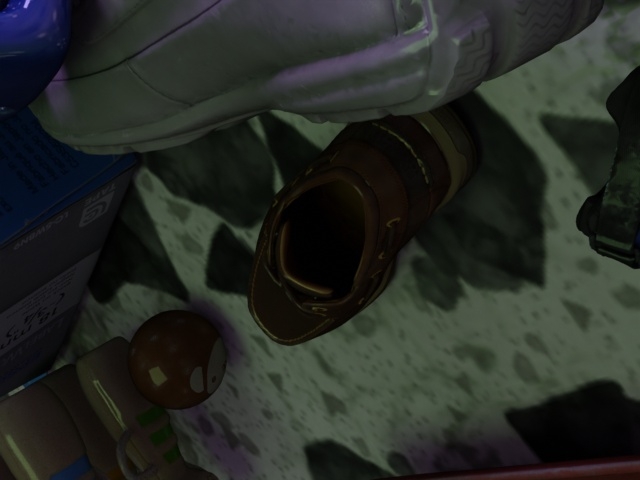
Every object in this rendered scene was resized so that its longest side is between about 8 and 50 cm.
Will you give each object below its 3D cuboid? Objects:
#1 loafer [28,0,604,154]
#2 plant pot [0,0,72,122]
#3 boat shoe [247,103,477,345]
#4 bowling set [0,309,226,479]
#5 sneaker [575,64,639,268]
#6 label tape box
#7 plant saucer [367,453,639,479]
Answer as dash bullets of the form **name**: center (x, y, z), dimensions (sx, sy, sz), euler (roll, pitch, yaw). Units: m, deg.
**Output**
- **loafer**: center (-0.033, -0.097, 0.473), dimensions (0.319, 0.112, 0.111), euler (-3, 113, 56)
- **plant pot**: center (-0.230, -0.132, 0.507), dimensions (0.212, 0.236, 0.236), euler (138, 125, -66)
- **boat shoe**: center (0.000, 0.000, 0.574), dimensions (0.064, 0.060, 0.178), euler (46, 146, 6)
- **bowling set**: center (-0.119, 0.144, 0.742), dimensions (0.200, 0.287, 0.154), euler (-28, 91, 27)
- **sneaker**: center (0.128, 0.009, 0.438), dimensions (0.084, 0.058, 0.152), euler (12, 127, 35)
- **label tape box**: center (-0.258, -0.020, 0.809), dimensions (0.240, 0.106, 0.334), euler (45, 145, 8)
- **plant saucer**: center (0.156, 0.191, 0.593), dimensions (0.258, 0.048, 0.259), euler (-20, 108, 54)
